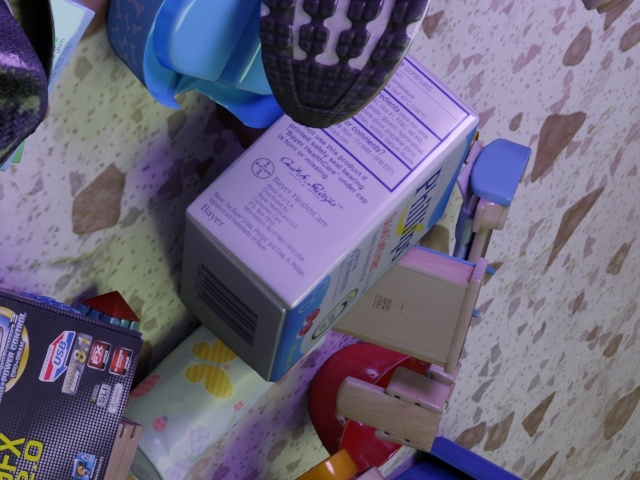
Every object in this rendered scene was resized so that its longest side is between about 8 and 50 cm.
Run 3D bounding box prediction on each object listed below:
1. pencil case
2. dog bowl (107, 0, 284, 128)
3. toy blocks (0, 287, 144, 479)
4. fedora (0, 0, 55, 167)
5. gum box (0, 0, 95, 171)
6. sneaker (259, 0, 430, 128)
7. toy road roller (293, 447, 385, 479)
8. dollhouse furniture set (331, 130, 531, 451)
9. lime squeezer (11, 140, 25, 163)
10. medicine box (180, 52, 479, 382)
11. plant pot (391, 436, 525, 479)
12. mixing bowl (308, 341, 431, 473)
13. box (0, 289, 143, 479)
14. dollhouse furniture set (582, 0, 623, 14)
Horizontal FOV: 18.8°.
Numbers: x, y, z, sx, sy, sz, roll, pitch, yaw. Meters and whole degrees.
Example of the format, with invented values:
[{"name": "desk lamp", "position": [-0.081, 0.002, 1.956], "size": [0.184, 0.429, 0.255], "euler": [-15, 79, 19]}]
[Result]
[{"name": "pencil case", "position": [-0.118, 0.156, 2.124], "size": [0.273, 0.113, 0.124], "euler": [-44, 167, -19]}, {"name": "dog bowl", "position": [-0.090, -0.206, 1.845], "size": [0.297, 0.074, 0.166], "euler": [8, 113, -58]}, {"name": "toy blocks", "position": [-0.294, 0.164, 1.845], "size": [0.381, 0.191, 0.261], "euler": [14, 96, -57]}, {"name": "fedora", "position": [-0.328, -0.104, 1.446], "size": [0.334, 0.152, 0.334], "euler": [-18, 125, -27]}, {"name": "gum box", "position": [-0.298, -0.159, 1.569], "size": [0.184, 0.041, 0.157], "euler": [23, 100, -42]}, {"name": "sneaker", "position": [0.065, -0.286, 1.839], "size": [0.182, 0.158, 0.410], "euler": [51, 56, -70]}, {"name": "toy road roller", "position": [-0.005, 0.398, 2.390], "size": [0.329, 0.202, 0.240], "euler": [-35, 175, 22]}, {"name": "dollhouse furniture set", "position": [0.104, 0.032, 2.319], "size": [0.303, 0.198, 0.286], "euler": [-60, 167, -55]}, {"name": "lime squeezer", "position": [-0.217, -0.203, 1.681], "size": [0.110, 0.059, 0.310], "euler": [14, 106, -59]}, {"name": "medicine box", "position": [0.003, -0.030, 2.000], "size": [0.289, 0.149, 0.263], "euler": [-44, 169, -18]}, {"name": "plant pot", "position": [0.198, 0.428, 2.747], "size": [0.212, 0.236, 0.236], "euler": [-55, 151, -16]}, {"name": "mixing bowl", "position": [0.050, 0.195, 2.421], "size": [0.181, 0.098, 0.181], "euler": [-37, 146, -30]}, {"name": "box", "position": [-0.285, 0.183, 1.705], "size": [0.216, 0.060, 0.270], "euler": [22, 81, -46]}, {"name": "dollhouse furniture set", "position": [0.339, -0.458, 1.924], "size": [0.174, 0.355, 0.303], "euler": [-23, 176, -42]}]
